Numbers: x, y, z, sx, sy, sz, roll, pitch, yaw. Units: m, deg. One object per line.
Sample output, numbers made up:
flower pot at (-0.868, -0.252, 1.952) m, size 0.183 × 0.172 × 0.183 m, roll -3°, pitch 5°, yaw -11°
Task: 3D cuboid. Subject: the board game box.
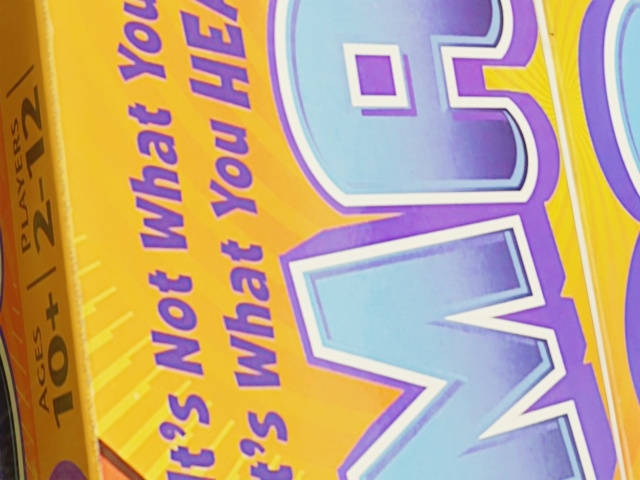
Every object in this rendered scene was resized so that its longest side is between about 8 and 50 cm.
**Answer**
board game box at (0.000, 0.000, 0.653) m, size 0.356 × 0.356 × 0.356 m, roll -28°, pitch -112°, yaw 58°
